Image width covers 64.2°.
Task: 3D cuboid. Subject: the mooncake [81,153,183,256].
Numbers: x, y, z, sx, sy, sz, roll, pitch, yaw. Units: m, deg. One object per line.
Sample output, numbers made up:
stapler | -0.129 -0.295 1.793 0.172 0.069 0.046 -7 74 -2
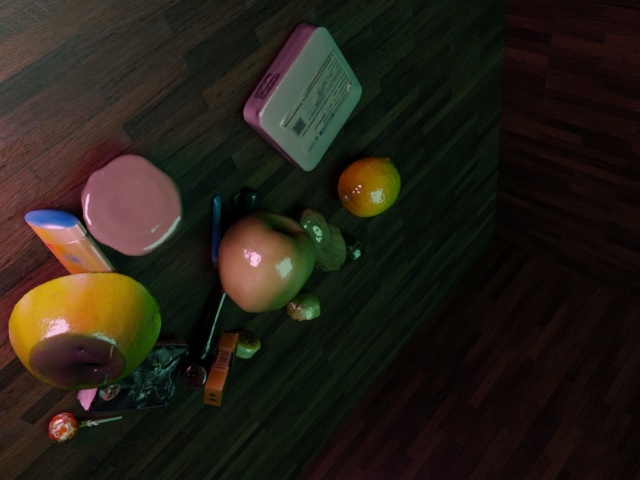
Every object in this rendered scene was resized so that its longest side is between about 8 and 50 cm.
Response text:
mooncake | -0.506 -0.093 1.380 0.275 0.135 0.274 -2 97 -22

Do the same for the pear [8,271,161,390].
pear | -0.635 0.281 1.395 0.399 0.165 0.398 -11 127 -15

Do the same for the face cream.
face cream | -0.651 0.029 1.364 0.285 0.139 0.067 75 21 -46

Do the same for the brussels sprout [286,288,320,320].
brussels sprout | -0.077 0.282 2.283 0.151 0.149 0.122 -78 165 -69

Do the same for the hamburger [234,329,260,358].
hamburger | -0.310 0.421 2.100 0.141 0.126 0.081 13 115 -51

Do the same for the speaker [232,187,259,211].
speaker | -0.265 -0.145 1.801 0.095 0.060 0.075 4 117 -15

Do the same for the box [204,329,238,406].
box | -0.370 0.476 1.906 0.152 0.070 0.237 106 -1 -49

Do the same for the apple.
apple | -0.195 0.071 1.802 0.357 0.357 0.357 -32 137 -35

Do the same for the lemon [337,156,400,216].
lemon | 0.211 -0.231 2.169 0.320 0.245 0.245 -30 136 -33

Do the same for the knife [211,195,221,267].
knife | -0.363 -0.023 1.786 0.044 0.026 0.296 -24 130 -44

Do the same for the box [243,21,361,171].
box | -0.045 -0.481 1.770 0.396 0.111 0.396 -56 147 -4

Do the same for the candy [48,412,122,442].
candy | -0.778 0.615 1.710 0.084 0.078 0.288 -63 154 0

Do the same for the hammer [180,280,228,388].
hammer | -0.412 0.333 1.903 0.242 0.095 0.408 146 -41 -87

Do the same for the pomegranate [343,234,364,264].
pomegranate | 0.126 0.050 2.367 0.169 0.148 0.148 -29 136 -39

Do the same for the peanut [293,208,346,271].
peanut | 0.000 0.000 2.140 0.192 0.170 0.387 -58 146 -13

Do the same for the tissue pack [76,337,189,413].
tissue pack | -0.617 0.449 1.727 0.332 0.123 0.245 15 103 -56
